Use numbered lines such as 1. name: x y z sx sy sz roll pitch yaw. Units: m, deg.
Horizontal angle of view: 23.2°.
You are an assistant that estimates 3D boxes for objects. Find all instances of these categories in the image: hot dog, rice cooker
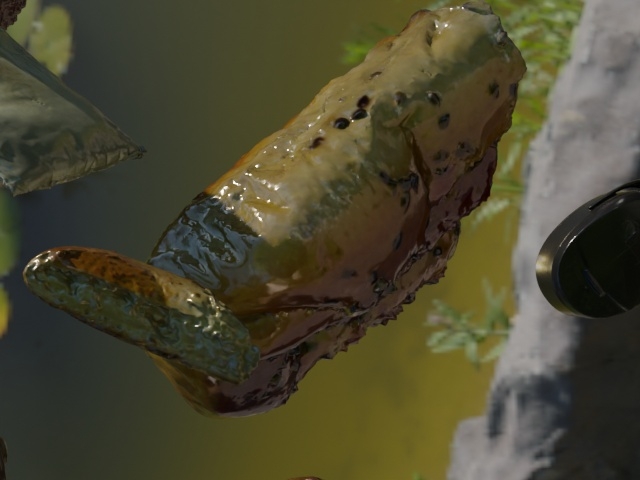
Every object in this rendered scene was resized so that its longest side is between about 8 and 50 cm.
1. hot dog: 0.000 0.000 1.420 0.196 0.365 0.367 45 147 15
2. rice cooker: 0.303 0.012 1.622 0.112 0.165 0.106 55 162 -9

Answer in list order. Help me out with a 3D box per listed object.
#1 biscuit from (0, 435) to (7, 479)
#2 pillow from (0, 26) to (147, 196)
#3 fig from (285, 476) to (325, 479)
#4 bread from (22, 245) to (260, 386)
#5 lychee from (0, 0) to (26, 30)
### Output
1. biscuit: -0.329 0.288 1.380 0.268 0.115 0.366 -100 3 -73
2. pillow: -0.255 -0.117 1.161 0.230 0.148 0.050 42 125 13
3. fig: -0.062 0.235 0.738 0.224 0.263 0.224 31 139 31
4. bread: -0.107 0.045 1.009 0.154 0.136 0.054 26 85 1
5. lychee: -0.362 -0.281 1.553 0.165 0.165 0.197 24 93 45
